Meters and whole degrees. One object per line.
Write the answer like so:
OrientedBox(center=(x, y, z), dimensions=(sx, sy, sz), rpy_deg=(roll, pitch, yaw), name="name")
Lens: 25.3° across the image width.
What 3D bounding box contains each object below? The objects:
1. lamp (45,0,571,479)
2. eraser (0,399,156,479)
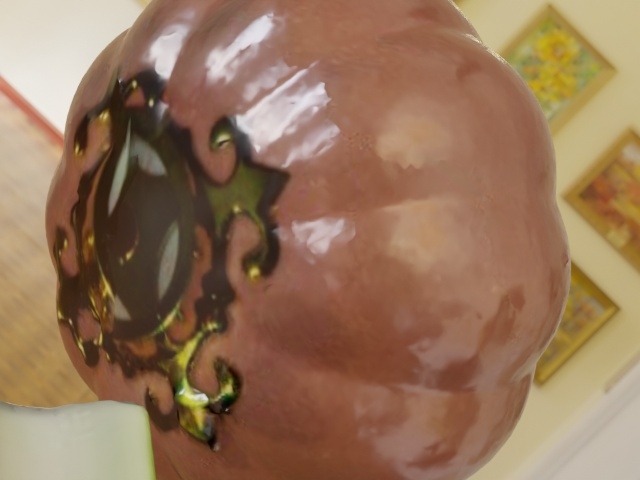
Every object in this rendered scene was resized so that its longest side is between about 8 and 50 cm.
OrientedBox(center=(0.000, 0.000, 0.750), dimensions=(0.240, 0.305, 0.305), rpy_deg=(-3, 42, -45), name="lamp")
OrientedBox(center=(-0.112, 0.220, 0.529), dimensions=(0.092, 0.210, 0.274), rpy_deg=(3, 55, -22), name="eraser")
